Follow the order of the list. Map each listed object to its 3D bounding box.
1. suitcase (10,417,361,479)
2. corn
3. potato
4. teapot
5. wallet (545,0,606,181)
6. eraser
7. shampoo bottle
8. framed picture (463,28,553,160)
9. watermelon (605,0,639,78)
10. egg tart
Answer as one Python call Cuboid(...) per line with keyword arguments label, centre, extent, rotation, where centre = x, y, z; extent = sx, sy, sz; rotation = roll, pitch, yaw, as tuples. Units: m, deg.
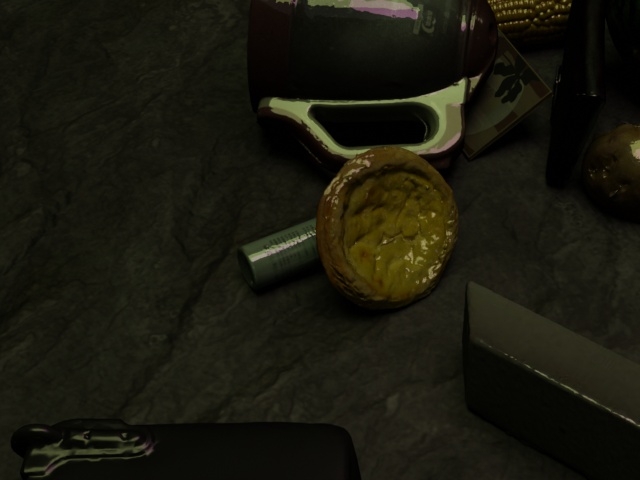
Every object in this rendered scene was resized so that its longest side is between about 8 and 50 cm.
Cuboid(label="suitcase", centre=(-0.106, 0.313, 0.953), extent=(0.339, 0.188, 0.345), rotation=(-3, 41, 4))
Cuboid(label="corn", centre=(0.271, -0.319, 1.676), extent=(0.260, 0.091, 0.091), rotation=(-12, 59, -3))
Cuboid(label="potato", centre=(0.387, -0.068, 1.393), extent=(0.172, 0.101, 0.089), rotation=(24, 55, 23))
Cuboid(label="teapot", centre=(0.068, -0.227, 1.515), extent=(0.312, 0.233, 0.315), rotation=(7, 68, 8))
Cuboid(label="wallet", centre=(0.330, -0.231, 1.499), extent=(0.045, 0.172, 0.318), rotation=(12, 52, 3))
Cuboid(label="eraser", centre=(0.267, 0.165, 1.137), extent=(0.352, 0.111, 0.077), rotation=(28, 49, 30))
Cuboid(label="shampoo bottle", centre=(0.000, 0.000, 1.379), extent=(0.195, 0.056, 0.056), rotation=(-20, 45, -18))
Cuboid(label="framed picture", centre=(0.212, -0.209, 1.567), extent=(0.136, 0.010, 0.201), rotation=(-38, 44, 11))
Cuboid(label="watermelon", centre=(0.510, -0.317, 1.508), extent=(0.285, 0.285, 0.285), rotation=(-2, 43, 2))
Cuboid(label="egg tart", centre=(0.067, -0.013, 1.333), extent=(0.191, 0.191, 0.074), rotation=(-33, 15, -27))
